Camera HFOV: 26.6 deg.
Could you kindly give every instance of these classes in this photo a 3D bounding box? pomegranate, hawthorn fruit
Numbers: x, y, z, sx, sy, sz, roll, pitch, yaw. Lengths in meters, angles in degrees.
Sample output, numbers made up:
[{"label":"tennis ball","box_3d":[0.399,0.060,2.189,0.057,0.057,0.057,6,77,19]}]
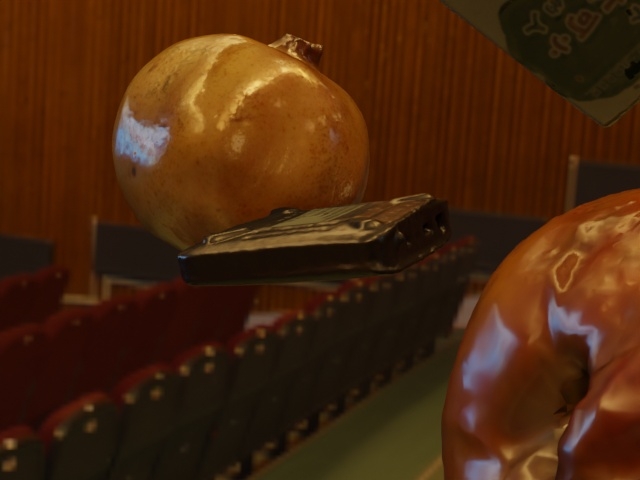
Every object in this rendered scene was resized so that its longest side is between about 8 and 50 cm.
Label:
[{"label":"pomegranate","box_3d":[-0.116,-0.146,2.097,0.417,0.416,0.416,4,9,-1]},{"label":"hawthorn fruit","box_3d":[0.303,0.160,0.879,0.472,0.471,0.472,4,9,-1]}]

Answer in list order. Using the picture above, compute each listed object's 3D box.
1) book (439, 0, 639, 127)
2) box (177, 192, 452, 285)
[{"label":"book","box_3d":[0.209,-0.293,1.268,0.371,0.260,0.043,36,46,-7]},{"label":"box","box_3d":[0.000,0.000,1.693,0.289,0.073,0.290,-4,9,24]}]
